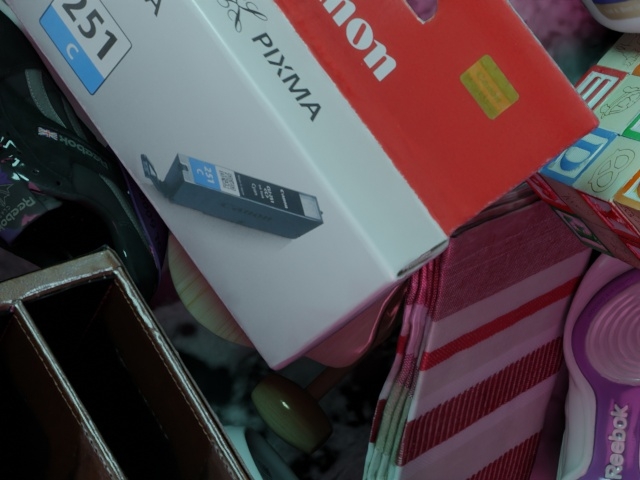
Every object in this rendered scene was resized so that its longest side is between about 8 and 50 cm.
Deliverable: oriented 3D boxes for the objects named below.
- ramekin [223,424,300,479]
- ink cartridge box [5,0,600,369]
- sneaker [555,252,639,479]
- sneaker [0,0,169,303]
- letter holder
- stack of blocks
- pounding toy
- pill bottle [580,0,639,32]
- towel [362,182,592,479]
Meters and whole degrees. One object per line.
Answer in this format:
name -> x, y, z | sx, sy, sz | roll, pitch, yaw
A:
ramekin -> -0.054, 0.233, 1.076 | 0.109, 0.207, 0.207 | -35, 116, 3
ink cartridge box -> -0.028, -0.105, 0.838 | 0.296, 0.066, 0.261 | 53, 136, 4
sneaker -> 0.228, 0.116, 1.098 | 0.114, 0.152, 0.305 | 15, 96, 11
sneaker -> -0.201, -0.064, 0.942 | 0.107, 0.124, 0.283 | -41, 114, 16
letter holder -> -0.185, 0.189, 0.923 | 0.152, 0.214, 0.302 | -20, 157, -39
stack of blocks -> 0.273, -0.113, 0.880 | 0.297, 0.171, 0.087 | -48, 114, -5
pounding toy -> 0.000, 0.000, 1.028 | 0.154, 0.155, 0.270 | 33, 103, 10
pill bottle -> 0.159, -0.263, 0.851 | 0.153, 0.153, 0.265 | -34, 116, 13
towel -> 0.103, 0.114, 1.018 | 0.037, 0.237, 0.329 | 24, 115, 30
